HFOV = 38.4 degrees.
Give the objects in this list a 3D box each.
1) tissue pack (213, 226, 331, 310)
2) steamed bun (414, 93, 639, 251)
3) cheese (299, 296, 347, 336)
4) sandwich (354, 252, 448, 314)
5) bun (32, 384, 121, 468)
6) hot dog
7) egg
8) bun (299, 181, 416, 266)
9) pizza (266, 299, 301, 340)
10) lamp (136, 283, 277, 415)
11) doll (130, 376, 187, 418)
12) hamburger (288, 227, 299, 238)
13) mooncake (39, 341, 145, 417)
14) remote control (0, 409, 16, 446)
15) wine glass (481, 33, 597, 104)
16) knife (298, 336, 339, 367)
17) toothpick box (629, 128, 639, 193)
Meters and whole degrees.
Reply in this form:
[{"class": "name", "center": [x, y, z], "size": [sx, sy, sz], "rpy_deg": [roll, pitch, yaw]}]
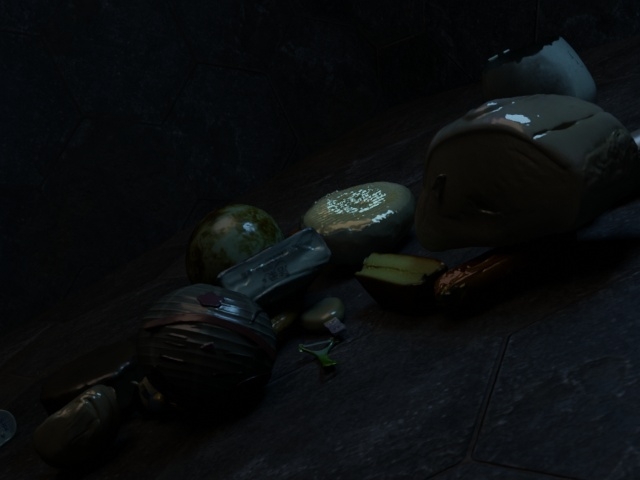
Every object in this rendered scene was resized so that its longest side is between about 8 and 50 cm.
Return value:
[{"class": "tissue pack", "center": [-0.114, 0.095, 1.938], "size": [0.228, 0.103, 0.316], "rpy_deg": [-29, -8, -18]}, {"class": "steamed bun", "center": [0.327, -0.129, 1.583], "size": [0.247, 0.236, 0.383], "rpy_deg": [-26, 8, -40]}, {"class": "cheese", "center": [0.015, 0.155, 1.782], "size": [0.097, 0.037, 0.192], "rpy_deg": [-28, 12, -7]}, {"class": "sandwich", "center": [0.157, 0.083, 1.709], "size": [0.090, 0.088, 0.244], "rpy_deg": [-40, 20, -19]}, {"class": "bun", "center": [-0.435, 0.352, 1.690], "size": [0.166, 0.113, 0.173], "rpy_deg": [-32, -10, -47]}, {"class": "hot dog", "center": [0.314, 0.045, 1.572], "size": [0.269, 0.072, 0.115], "rpy_deg": [-26, 13, -3]}, {"class": "egg", "center": [-0.212, 0.039, 2.247], "size": [0.238, 0.238, 0.289], "rpy_deg": [-37, -1, -42]}, {"class": "bun", "center": [0.094, -0.030, 2.142], "size": [0.287, 0.146, 0.287], "rpy_deg": [-14, 26, 7]}, {"class": "pizza", "center": [-0.119, 0.196, 1.822], "size": [0.127, 0.058, 0.246], "rpy_deg": [-22, 11, 43]}, {"class": "lamp", "center": [-0.201, 0.195, 1.637], "size": [0.265, 0.233, 0.233], "rpy_deg": [6, 19, 7]}, {"class": "doll", "center": [-0.309, 0.294, 1.756], "size": [0.179, 0.102, 0.089], "rpy_deg": [-8, 60, 51]}, {"class": "hamburger", "center": [0.000, 0.000, 2.320], "size": [0.137, 0.087, 0.166], "rpy_deg": [-30, 15, -21]}, {"class": "mooncake", "center": [-0.457, 0.311, 1.888], "size": [0.228, 0.124, 0.228], "rpy_deg": [-21, 13, 5]}, {"class": "remote control", "center": [-0.765, 0.450, 2.008], "size": [0.042, 0.078, 0.221], "rpy_deg": [-14, 17, 45]}, {"class": "wine glass", "center": [0.466, -0.243, 1.878], "size": [0.238, 0.323, 0.238], "rpy_deg": [-22, 13, 5]}, {"class": "knife", "center": [0.009, 0.205, 1.630], "size": [0.078, 0.023, 0.166], "rpy_deg": [-17, 11, -8]}, {"class": "toothpick box", "center": [0.606, -0.154, 1.725], "size": [0.180, 0.111, 0.111], "rpy_deg": [-23, 13, 14]}]
